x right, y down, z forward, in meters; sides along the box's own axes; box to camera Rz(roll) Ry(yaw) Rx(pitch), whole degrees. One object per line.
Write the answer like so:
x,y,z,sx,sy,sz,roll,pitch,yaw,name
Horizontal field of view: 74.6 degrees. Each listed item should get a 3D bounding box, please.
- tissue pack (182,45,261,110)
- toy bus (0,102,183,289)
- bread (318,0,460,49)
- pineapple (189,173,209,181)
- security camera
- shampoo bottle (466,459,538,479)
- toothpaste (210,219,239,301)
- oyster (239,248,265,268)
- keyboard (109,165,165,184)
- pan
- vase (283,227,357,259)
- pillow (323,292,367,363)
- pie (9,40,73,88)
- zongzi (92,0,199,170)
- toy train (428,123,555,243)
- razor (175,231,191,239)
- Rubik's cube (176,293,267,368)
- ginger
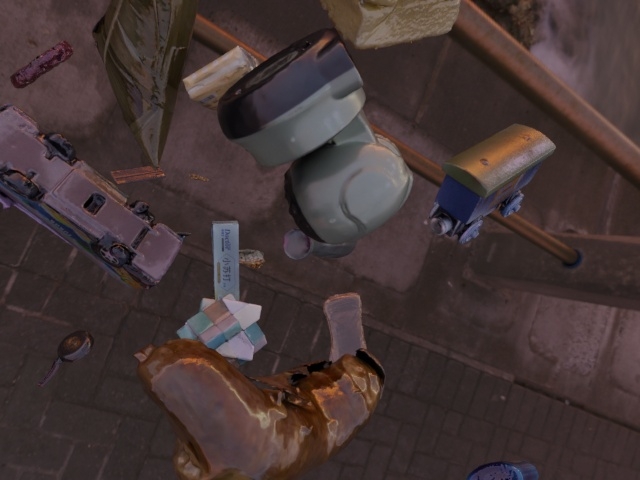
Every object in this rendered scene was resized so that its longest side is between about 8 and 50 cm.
-0.299,-0.513,1.347,0.222,0.186,0.090,-25,89,17,tissue pack
-0.376,-0.050,0.650,0.317,0.138,0.112,49,49,-31,toy bus
0.190,-0.785,1.211,0.390,0.279,0.371,-18,69,-23,bread
-0.490,-0.250,1.671,0.083,0.045,0.019,13,92,14,pineapple
0.008,-0.120,0.588,0.191,0.197,0.277,-29,120,15,security camera
0.308,0.395,0.698,0.183,0.087,0.050,34,34,-49,shampoo bottle
-0.306,0.091,1.357,0.089,0.071,0.312,-1,103,-13,toothpaste
-0.260,0.059,1.471,0.132,0.029,0.086,23,51,0,oyster
-0.693,-0.251,1.604,0.198,0.010,0.063,-21,76,-45,keyboard
-0.847,0.385,1.382,0.212,0.115,0.040,-50,145,-22,pan
0.000,0.000,0.825,0.214,0.086,0.086,-9,98,-66,vase
0.077,0.265,1.261,0.135,0.034,0.211,-5,87,-25,pillow
-0.617,-0.389,0.932,0.154,0.154,0.036,-45,126,-16,pie
-0.156,-0.183,0.426,0.081,0.189,0.177,-13,86,-44,zongzi
0.375,-0.121,0.937,0.300,0.201,0.131,-30,60,-29,toy train
-0.551,0.066,1.486,0.253,0.042,0.082,-48,153,21,razor
-0.102,0.095,0.454,0.075,0.084,0.073,-48,140,-39,Rubik's cube
-0.037,0.171,0.412,0.309,0.107,0.133,18,96,-56,ginger
